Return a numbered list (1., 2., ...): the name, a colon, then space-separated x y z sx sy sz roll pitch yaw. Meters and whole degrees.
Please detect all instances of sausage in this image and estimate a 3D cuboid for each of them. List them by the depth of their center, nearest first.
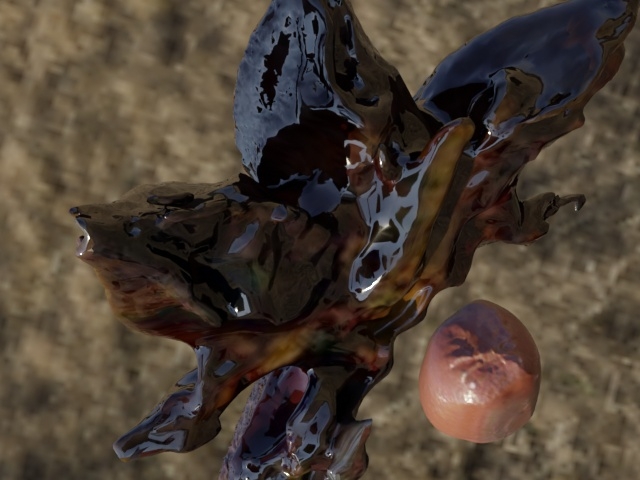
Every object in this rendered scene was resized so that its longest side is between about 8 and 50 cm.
1. sausage: 0.079 0.068 0.939 0.054 0.059 0.094 54 164 20

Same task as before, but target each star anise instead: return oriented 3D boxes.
1. star anise: -0.002 -0.002 0.496 0.212 0.157 0.053 -47 45 2
